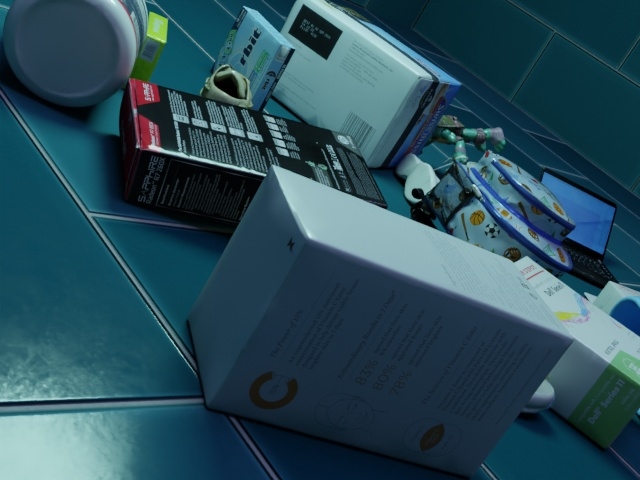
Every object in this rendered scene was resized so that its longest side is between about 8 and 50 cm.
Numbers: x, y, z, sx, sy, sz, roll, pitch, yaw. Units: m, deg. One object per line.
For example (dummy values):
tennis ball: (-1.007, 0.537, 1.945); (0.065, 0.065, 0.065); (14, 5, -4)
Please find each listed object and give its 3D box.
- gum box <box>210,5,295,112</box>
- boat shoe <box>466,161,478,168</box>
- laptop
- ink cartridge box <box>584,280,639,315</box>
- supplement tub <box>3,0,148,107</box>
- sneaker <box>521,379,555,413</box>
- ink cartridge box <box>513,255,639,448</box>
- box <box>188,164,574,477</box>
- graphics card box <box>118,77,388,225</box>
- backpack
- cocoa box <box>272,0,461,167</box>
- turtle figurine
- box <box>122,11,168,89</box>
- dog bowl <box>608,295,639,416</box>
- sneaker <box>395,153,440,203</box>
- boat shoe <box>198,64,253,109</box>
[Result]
gum box: (-0.140, -0.364, 1.898); (0.041, 0.157, 0.184); (12, 28, -39)
boat shoe: (0.427, -0.117, 2.224); (0.254, 0.079, 0.095); (10, 31, -38)
laptop: (0.613, -0.019, 2.174); (0.234, 0.137, 0.264); (24, 22, -18)
ink cartridge box: (0.636, 0.153, 1.908); (0.115, 0.067, 0.198); (19, 23, -28)
supplement tub: (-0.370, -0.333, 1.460); (0.191, 0.191, 0.272); (25, 21, -15)
sneaker: (0.235, 0.158, 1.307); (0.228, 0.092, 0.087); (31, 19, -2)
ink cartridge box: (0.347, 0.141, 1.462); (0.353, 0.119, 0.207); (37, 22, 18)
box: (0.061, 0.096, 1.036); (0.345, 0.215, 0.168); (21, 22, -26)
graphics card box: (-0.105, -0.111, 1.374); (0.370, 0.094, 0.233); (11, 29, -21)
backpack: (0.343, -0.016, 1.720); (0.276, 0.213, 0.263); (21, 33, -32)
cocoa box: (0.083, -0.345, 2.054); (0.347, 0.231, 0.228); (40, 22, 22)
turtle figurine: (0.296, -0.230, 2.159); (0.234, 0.118, 0.175); (-5, 24, -23)
box: (-0.309, -0.337, 1.669); (0.042, 0.109, 0.178); (22, 22, -18)
dog bowl: (0.563, 0.200, 1.582); (0.074, 0.166, 0.297); (14, 24, -11)
sneaker: (0.224, -0.114, 1.956); (0.094, 0.080, 0.212); (37, 17, -19)
boat shoe: (-0.167, -0.264, 1.714); (0.109, 0.098, 0.302); (29, 21, -6)
